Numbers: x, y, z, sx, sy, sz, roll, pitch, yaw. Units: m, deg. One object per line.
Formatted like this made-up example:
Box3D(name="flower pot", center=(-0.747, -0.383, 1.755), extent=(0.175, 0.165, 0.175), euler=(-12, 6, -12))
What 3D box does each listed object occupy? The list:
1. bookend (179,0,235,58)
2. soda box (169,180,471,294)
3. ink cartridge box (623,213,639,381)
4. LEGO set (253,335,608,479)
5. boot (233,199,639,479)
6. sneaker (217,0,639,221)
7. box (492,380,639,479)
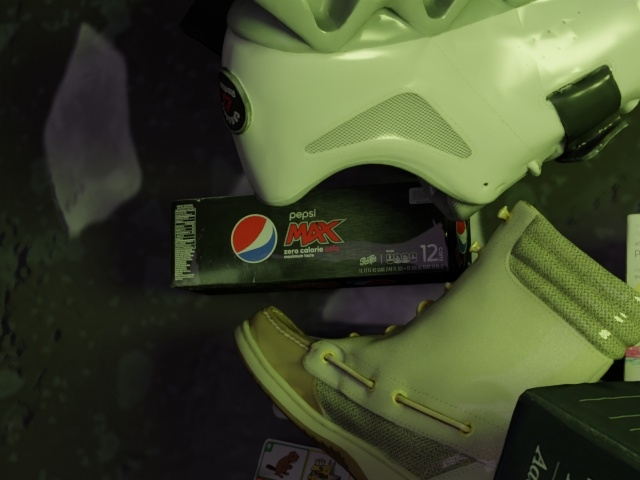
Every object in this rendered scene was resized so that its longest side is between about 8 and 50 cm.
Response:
Box3D(name="bookend", center=(0.029, -0.145, 0.917), extent=(0.156, 0.072, 0.157), euler=(32, 92, 20))
Box3D(name="soda box", center=(0.000, 0.000, 0.912), extent=(0.169, 0.060, 0.053), euler=(-3, 82, 18))
Box3D(name="ink cartridge box", center=(0.208, 0.062, 0.814), extent=(0.092, 0.090, 0.143), euler=(0, 82, 20))
Box3D(name="LEGO set", center=(0.061, 0.152, 0.851), extent=(0.244, 0.060, 0.182), euler=(3, 73, 44))
Box3D(name="boot", center=(0.059, 0.048, 0.818), extent=(0.165, 0.077, 0.213), euler=(-55, 44, 1))
Box3D(name="sneaker", center=(0.103, -0.088, 0.828), extent=(0.331, 0.122, 0.146), euler=(-7, 116, -17))
Box3D(name="box", center=(0.191, 0.266, 0.583), extent=(0.312, 0.179, 0.343), euler=(28, 110, 45))
